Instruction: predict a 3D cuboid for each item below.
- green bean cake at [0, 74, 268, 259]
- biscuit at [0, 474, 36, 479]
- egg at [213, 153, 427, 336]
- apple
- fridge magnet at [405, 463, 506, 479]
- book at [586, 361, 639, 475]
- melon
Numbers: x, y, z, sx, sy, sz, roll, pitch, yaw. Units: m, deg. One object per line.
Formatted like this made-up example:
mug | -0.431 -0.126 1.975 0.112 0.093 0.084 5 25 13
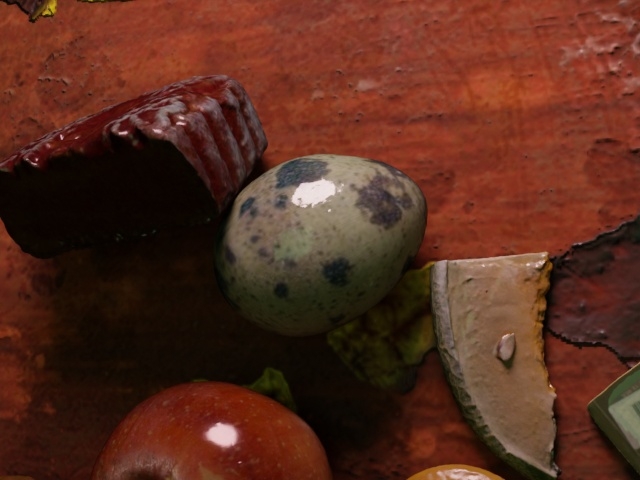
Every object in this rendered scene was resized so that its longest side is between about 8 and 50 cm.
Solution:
green bean cake | -0.171 -0.060 0.825 0.233 0.198 0.097 -16 109 22
biscuit | -0.296 0.365 0.880 0.326 0.107 0.325 -1 87 22
egg | 0.000 0.000 0.788 0.182 0.141 0.141 -27 75 8
apple | -0.083 0.213 0.787 0.201 0.162 0.201 -5 81 33
fridge magnet | 0.109 0.245 0.753 0.143 0.063 0.143 -2 85 21
book | 0.356 0.171 0.681 0.201 0.026 0.289 -41 71 13
melon | 0.139 0.101 0.774 0.098 0.054 0.182 -2 83 6
